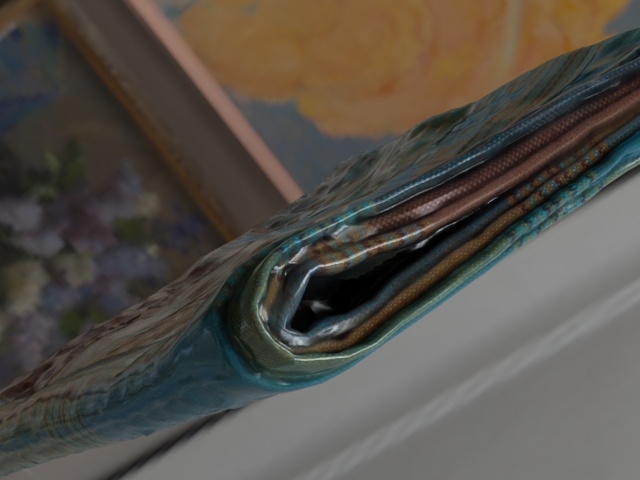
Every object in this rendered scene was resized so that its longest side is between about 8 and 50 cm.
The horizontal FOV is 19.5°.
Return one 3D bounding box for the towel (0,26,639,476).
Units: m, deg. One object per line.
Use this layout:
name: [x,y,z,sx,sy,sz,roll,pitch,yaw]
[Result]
towel: [0.000,0.000,0.699,0.271,0.040,0.370,-33,-175,-28]
